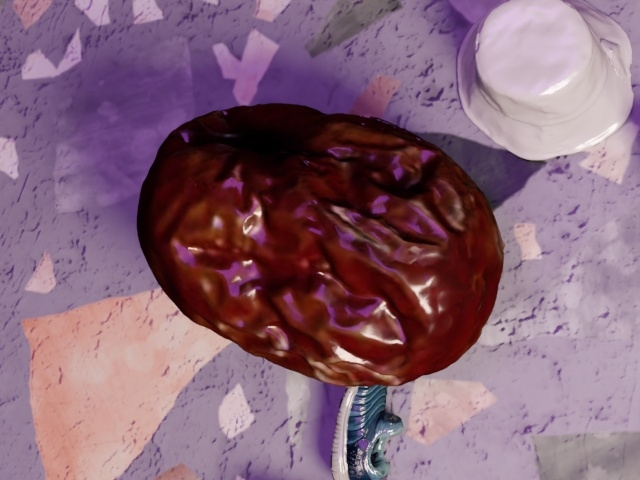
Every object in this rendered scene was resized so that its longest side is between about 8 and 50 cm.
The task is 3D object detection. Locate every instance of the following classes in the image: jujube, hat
[{"bbox_3d":[0.002,0.000,1.278,0.377,0.276,0.276,23,91,18],"label":"jujube"},{"bbox_3d":[0.228,-0.189,1.312,0.203,0.126,0.203,-3,82,20],"label":"hat"}]

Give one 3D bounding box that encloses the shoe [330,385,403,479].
[{"bbox_3d":[0.056,0.201,1.350,0.071,0.064,0.143,9,89,18],"label":"shoe"}]
